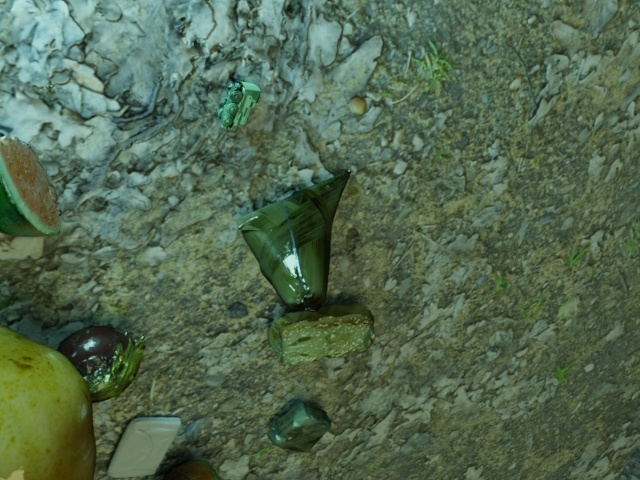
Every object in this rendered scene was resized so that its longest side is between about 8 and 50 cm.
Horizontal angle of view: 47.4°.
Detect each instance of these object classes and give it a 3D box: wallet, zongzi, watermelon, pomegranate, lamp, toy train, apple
[{"bbox_3d":[-0.387,0.456,1.595,0.124,0.032,0.183,10,119,-38],"label":"wallet"},{"bbox_3d":[0.000,0.000,1.308,0.242,0.221,0.112,-27,150,-10],"label":"zongzi"},{"bbox_3d":[-0.490,-0.062,1.069,0.146,0.128,0.231,-10,135,1],"label":"watermelon"},{"bbox_3d":[-0.556,0.320,1.154,0.417,0.416,0.416,-16,132,-18],"label":"pomegranate"},{"bbox_3d":[-0.407,0.234,1.326,0.156,0.135,0.157,13,121,-35],"label":"lamp"},{"bbox_3d":[-0.134,-0.217,1.180,0.053,0.033,0.083,1,125,-35],"label":"toy train"},{"bbox_3d":[-0.299,0.611,1.666,0.174,0.188,0.207,4,117,-37],"label":"apple"}]

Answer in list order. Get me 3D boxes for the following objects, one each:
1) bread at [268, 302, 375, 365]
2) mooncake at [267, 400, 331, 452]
[{"bbox_3d":[0.004,0.196,1.569,0.232,0.088,0.128,-6,120,-17],"label":"bread"},{"bbox_3d":[-0.048,0.450,1.753,0.125,0.073,0.130,-42,133,12],"label":"mooncake"}]
